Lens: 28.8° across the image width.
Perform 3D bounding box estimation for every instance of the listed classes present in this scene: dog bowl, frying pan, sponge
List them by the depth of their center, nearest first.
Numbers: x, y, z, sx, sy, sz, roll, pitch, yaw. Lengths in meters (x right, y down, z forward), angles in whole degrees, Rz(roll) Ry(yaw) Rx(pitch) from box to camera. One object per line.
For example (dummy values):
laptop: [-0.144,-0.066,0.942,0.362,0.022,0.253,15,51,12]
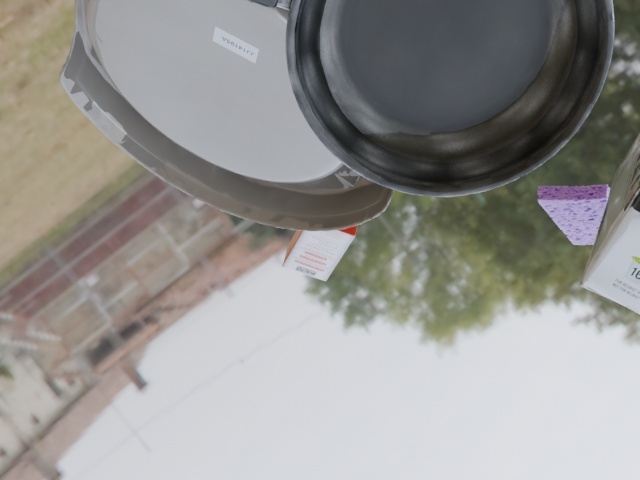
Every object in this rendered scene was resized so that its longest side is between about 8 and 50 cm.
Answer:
frying pan: [0.013,-0.118,0.753,0.326,0.197,0.053,-4,-156,0]
dog bowl: [-0.068,-0.157,1.035,0.349,0.349,0.102,-30,-153,56]
sponge: [0.453,-0.042,2.099,0.117,0.210,0.031,-2,-112,29]

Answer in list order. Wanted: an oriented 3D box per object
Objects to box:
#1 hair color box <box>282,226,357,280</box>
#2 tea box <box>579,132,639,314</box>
hair color box: [0.000,0.000,1.773,0.141,0.072,0.043,122,-15,-56]
tea box: [0.422,-0.053,0.914,0.323,0.329,0.220,-65,173,33]
